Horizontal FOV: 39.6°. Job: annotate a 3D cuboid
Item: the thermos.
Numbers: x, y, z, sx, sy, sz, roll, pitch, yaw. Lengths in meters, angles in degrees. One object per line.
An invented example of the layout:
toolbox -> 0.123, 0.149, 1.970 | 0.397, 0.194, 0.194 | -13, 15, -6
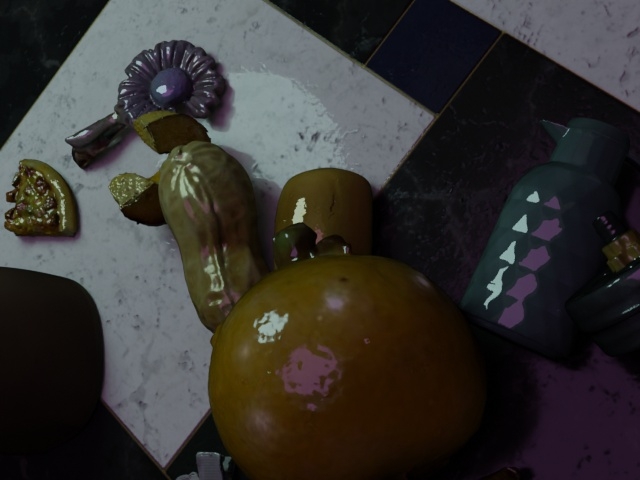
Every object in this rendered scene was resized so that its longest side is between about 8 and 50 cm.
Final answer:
thermos -> 0.299, -0.002, 1.072 | 0.182, 0.145, 0.286 | 25, 87, 8

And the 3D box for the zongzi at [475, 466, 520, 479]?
zongzi -> 0.073, 0.354, 1.088 | 0.286, 0.134, 0.288 | 25, 82, 26

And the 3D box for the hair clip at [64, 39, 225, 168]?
hair clip -> -0.299, -0.212, 1.437 | 0.300, 0.069, 0.173 | -31, 66, 14

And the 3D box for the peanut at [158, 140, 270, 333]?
peanut -> -0.146, 0.003, 1.265 | 0.147, 0.147, 0.305 | -16, 82, 20

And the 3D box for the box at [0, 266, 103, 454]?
box -> -0.504, 0.174, 1.352 | 0.301, 0.216, 0.301 | -7, 72, 23

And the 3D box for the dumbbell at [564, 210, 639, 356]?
dumbbell -> 0.409, 0.129, 0.918 | 0.185, 0.185, 0.388 | -36, 84, 12

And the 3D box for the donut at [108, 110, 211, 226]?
donut -> -0.239, -0.112, 1.349 | 0.078, 0.146, 0.181 | 29, 105, 39

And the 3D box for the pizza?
pizza -> -0.476, -0.056, 1.490 | 0.175, 0.046, 0.134 | 42, 95, 27

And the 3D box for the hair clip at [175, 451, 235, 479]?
hair clip -> -0.151, 0.403, 1.223 | 0.140, 0.054, 0.220 | -3, 78, 19

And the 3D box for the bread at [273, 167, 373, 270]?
bread -> 0.000, 0.000, 1.232 | 0.147, 0.098, 0.217 | -7, 75, 19

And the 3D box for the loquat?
loquat -> 0.019, 0.141, 1.050 | 0.328, 0.328, 0.359 | -27, 73, 16
